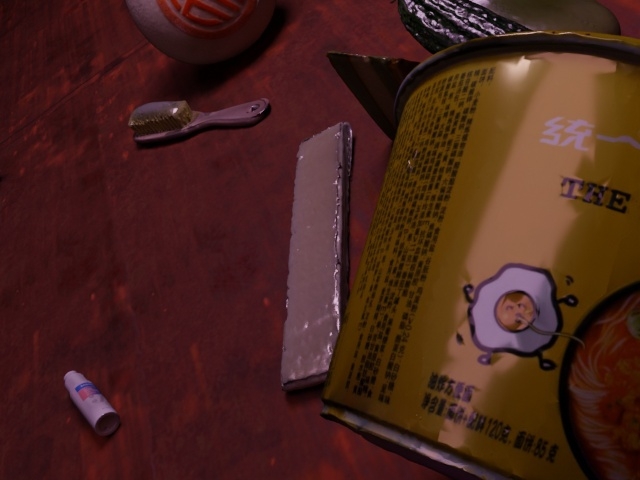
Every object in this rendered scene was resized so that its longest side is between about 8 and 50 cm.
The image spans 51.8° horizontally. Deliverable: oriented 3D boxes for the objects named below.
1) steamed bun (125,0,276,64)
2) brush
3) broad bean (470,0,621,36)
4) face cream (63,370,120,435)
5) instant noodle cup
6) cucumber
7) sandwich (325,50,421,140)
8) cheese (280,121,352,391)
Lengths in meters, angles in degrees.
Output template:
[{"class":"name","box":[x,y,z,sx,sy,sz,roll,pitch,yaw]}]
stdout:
[{"class":"steamed bun","box":[-0.210,-0.458,1.181,0.283,0.283,0.177,-39,25,0]},{"class":"brush","box":[-0.225,-0.221,1.155,0.312,0.067,0.072,-1,53,32]},{"class":"broad bean","box":[0.249,-0.270,0.826,0.189,0.121,0.263,-26,54,-16]},{"class":"face cream","box":[-0.300,0.205,0.850,0.130,0.034,0.034,25,70,46]},{"class":"instant noodle cup","box":[0.158,0.054,0.468,0.325,0.325,0.254,11,70,41]},{"class":"cucumber","box":[0.180,-0.213,0.729,0.265,0.077,0.077,37,78,30]},{"class":"sandwich","box":[0.122,-0.214,0.813,0.117,0.187,0.144,23,75,44]},{"class":"cheese","box":[-0.002,-0.001,0.820,0.085,0.034,0.400,-17,46,23]}]
